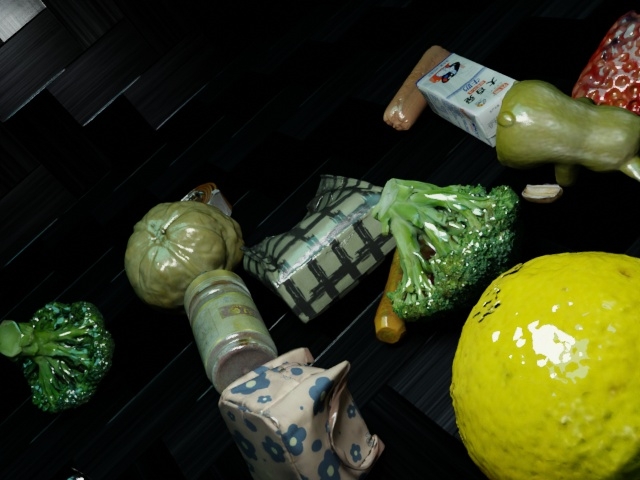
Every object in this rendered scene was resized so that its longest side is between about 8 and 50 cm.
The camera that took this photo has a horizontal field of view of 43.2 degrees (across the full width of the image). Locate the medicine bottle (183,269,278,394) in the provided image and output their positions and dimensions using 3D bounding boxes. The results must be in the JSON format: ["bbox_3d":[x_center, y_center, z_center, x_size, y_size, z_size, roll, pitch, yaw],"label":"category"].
[{"bbox_3d":[-0.194,0.199,1.737,0.151,0.151,0.322,-38,31,1],"label":"medicine bottle"}]

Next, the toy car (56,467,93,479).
[{"bbox_3d":[-0.452,0.571,1.515,0.358,0.176,0.213,5,52,45],"label":"toy car"}]

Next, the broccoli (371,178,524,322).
[{"bbox_3d":[0.222,0.005,1.461,0.308,0.275,0.308,-55,16,25],"label":"broccoli"}]

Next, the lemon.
[{"bbox_3d":[0.351,0.185,1.007,0.387,0.350,0.350,10,55,40],"label":"lemon"}]

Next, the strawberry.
[{"bbox_3d":[0.624,-0.363,1.622,0.280,0.150,0.253,-18,39,27],"label":"strawberry"}]

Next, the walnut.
[{"bbox_3d":[-0.329,0.041,1.966,0.253,0.277,0.282,6,76,20],"label":"walnut"}]

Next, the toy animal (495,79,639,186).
[{"bbox_3d":[0.503,-0.188,1.503,0.180,0.362,0.181,3,-79,-83],"label":"toy animal"}]

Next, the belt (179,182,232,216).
[{"bbox_3d":[-0.362,-0.041,2.275,0.261,0.105,0.184,-49,34,-18],"label":"belt"}]

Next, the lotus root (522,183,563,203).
[{"bbox_3d":[0.434,-0.087,1.571,0.083,0.030,0.037,4,57,50],"label":"lotus root"}]

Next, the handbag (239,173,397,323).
[{"bbox_3d":[0.000,0.000,1.801,0.325,0.162,0.327,-40,23,-9],"label":"handbag"}]

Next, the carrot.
[{"bbox_3d":[0.156,0.091,1.591,0.070,0.070,0.260,-17,36,31],"label":"carrot"}]

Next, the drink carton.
[{"bbox_3d":[0.358,-0.338,1.906,0.130,0.106,0.315,-40,31,1],"label":"drink carton"}]

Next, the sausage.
[{"bbox_3d":[0.260,-0.399,2.109,0.086,0.086,0.289,1,48,47],"label":"sausage"}]

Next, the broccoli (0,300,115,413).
[{"bbox_3d":[-0.660,0.282,2.007,0.297,0.297,0.298,-7,75,25],"label":"broccoli"}]

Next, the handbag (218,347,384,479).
[{"bbox_3d":[-0.023,0.311,1.324,0.190,0.252,0.193,6,35,47],"label":"handbag"}]
